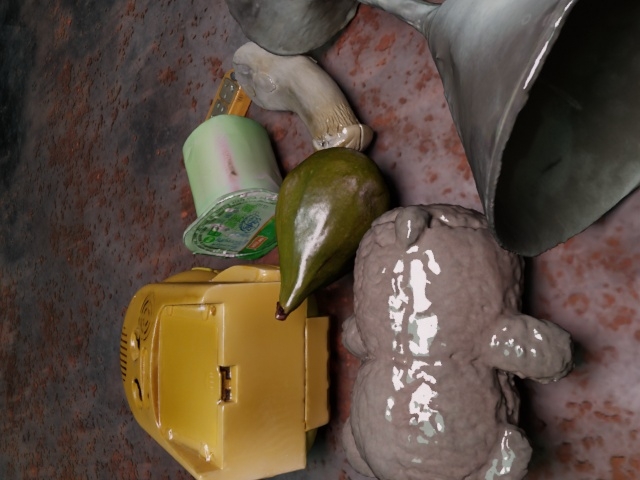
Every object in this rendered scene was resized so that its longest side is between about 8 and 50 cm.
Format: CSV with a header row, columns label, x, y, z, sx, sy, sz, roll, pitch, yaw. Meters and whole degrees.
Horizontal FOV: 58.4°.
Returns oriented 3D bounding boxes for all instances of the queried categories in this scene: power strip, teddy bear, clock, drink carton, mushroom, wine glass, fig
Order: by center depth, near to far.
label,x,y,z,sx,sy,sz,roll,pitch,yaw
wine glass,0.094,-0.196,0.505,0.406,0.267,0.267,41,114,39
teddy bear,0.110,0.098,0.534,0.236,0.151,0.267,-8,83,40
fig,-0.010,-0.015,0.612,0.126,0.185,0.133,51,154,8
mushroom,-0.021,-0.174,0.701,0.223,0.081,0.092,42,109,31
clock,-0.141,0.149,0.734,0.317,0.200,0.244,0,86,48
drink carton,-0.111,-0.073,0.739,0.146,0.144,0.142,-35,61,33
power strip,-0.135,-0.188,0.831,0.049,0.028,0.178,43,114,34
